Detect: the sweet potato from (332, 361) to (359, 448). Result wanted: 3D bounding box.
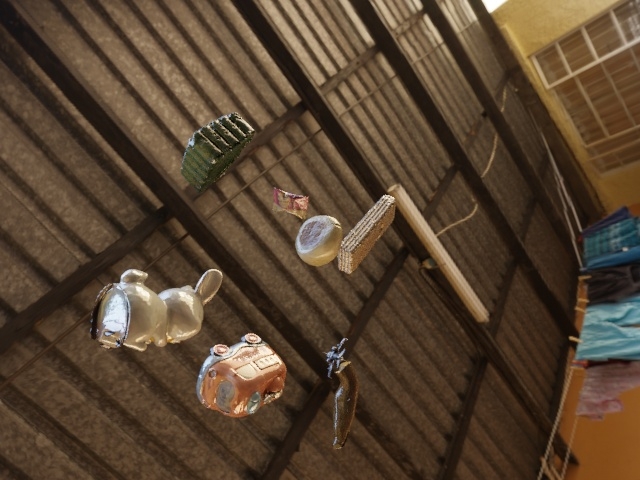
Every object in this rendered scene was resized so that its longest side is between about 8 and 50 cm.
[{"bbox_3d":[0.076,0.565,1.454,0.112,0.085,0.286,34,-117,-47],"label":"sweet potato"}]

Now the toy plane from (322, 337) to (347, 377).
[{"bbox_3d":[0.027,0.222,0.801,0.031,0.083,0.079,31,-108,-13],"label":"toy plane"}]

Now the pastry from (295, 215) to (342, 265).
[{"bbox_3d":[0.000,0.000,1.226,0.092,0.156,0.156,34,-125,-42],"label":"pastry"}]

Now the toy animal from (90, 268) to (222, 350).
[{"bbox_3d":[-0.166,0.076,0.441,0.124,0.071,0.085,14,-123,-51],"label":"toy animal"}]

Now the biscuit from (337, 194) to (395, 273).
[{"bbox_3d":[0.208,-0.034,1.816,0.426,0.078,0.144,-47,-31,-37],"label":"biscuit"}]

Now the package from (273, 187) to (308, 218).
[{"bbox_3d":[-0.069,-0.082,0.941,0.083,0.059,0.029,14,-149,10],"label":"package"}]

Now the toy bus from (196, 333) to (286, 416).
[{"bbox_3d":[-0.245,0.459,1.376,0.287,0.232,0.194,-8,-59,-53],"label":"toy bus"}]

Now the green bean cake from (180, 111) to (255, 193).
[{"bbox_3d":[-0.307,-0.256,1.229,0.107,0.208,0.193,41,-128,-3],"label":"green bean cake"}]
